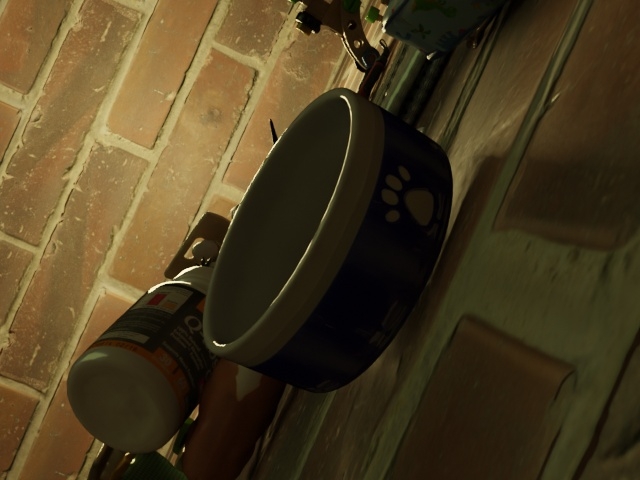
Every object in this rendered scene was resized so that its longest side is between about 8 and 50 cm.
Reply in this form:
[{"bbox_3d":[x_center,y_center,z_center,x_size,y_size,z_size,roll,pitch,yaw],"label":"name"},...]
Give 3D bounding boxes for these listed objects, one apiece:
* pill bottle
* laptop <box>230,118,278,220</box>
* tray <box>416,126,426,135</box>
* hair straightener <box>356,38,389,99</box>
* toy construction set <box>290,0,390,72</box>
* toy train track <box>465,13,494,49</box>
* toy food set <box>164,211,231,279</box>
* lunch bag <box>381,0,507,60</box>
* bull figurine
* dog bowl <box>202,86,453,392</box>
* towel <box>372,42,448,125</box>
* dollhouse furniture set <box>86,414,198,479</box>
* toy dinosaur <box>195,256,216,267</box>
[{"bbox_3d":[-0.215,0.155,1.195,0.162,0.162,0.278,-62,-5,32],"label":"pill bottle"},{"bbox_3d":[-0.118,-0.045,1.593,0.264,0.137,0.234,-34,50,33],"label":"laptop"},{"bbox_3d":[0.023,-0.020,0.957,0.270,0.030,0.145,-26,38,52],"label":"tray"},{"bbox_3d":[0.078,-0.298,1.709,0.089,0.047,0.230,171,123,-82],"label":"hair straightener"},{"bbox_3d":[0.064,-0.528,1.816,0.309,0.237,0.257,-77,12,-60],"label":"toy construction set"},{"bbox_3d":[0.170,-0.233,0.893,0.083,0.014,0.048,126,166,-59],"label":"toy train track"},{"bbox_3d":[-0.226,0.123,1.762,0.219,0.092,0.306,-51,50,33],"label":"toy food set"},{"bbox_3d":[0.154,-0.296,0.849,0.176,0.090,0.219,-68,12,-22],"label":"lunch bag"},{"bbox_3d":[-0.087,0.179,1.106,0.310,0.101,0.188,-59,1,10],"label":"bull figurine"},{"bbox_3d":[0.000,0.000,0.776,0.265,0.104,0.265,-50,24,32],"label":"dog bowl"},{"bbox_3d":[0.079,-0.162,1.193,0.312,0.056,0.324,-86,21,-72],"label":"towel"},{"bbox_3d":[-0.205,0.296,1.257,0.151,0.198,0.301,-57,7,7],"label":"dollhouse furniture set"},{"bbox_3d":[-0.186,0.102,1.621,0.064,0.118,0.268,-14,-52,-41],"label":"toy dinosaur"}]
